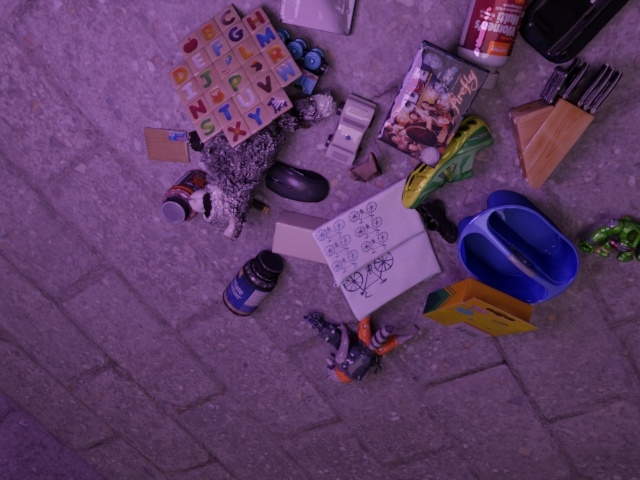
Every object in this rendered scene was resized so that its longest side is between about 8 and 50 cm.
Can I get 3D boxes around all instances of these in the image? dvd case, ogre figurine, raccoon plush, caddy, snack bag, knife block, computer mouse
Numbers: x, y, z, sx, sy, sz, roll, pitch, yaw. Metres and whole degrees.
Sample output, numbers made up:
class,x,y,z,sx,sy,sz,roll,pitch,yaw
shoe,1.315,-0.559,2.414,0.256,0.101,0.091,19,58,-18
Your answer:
class,x,y,z,sx,sy,sz,roll,pitch,yaw
dvd case,0.005,-0.620,1.086,0.179,0.030,0.239,13,120,3
ogre figurine,0.818,-0.002,1.262,0.196,0.097,0.118,23,133,9
raccoon plush,-0.148,-0.181,1.226,0.445,0.216,0.300,-12,105,16
caddy,0.532,0.028,1.279,0.341,0.179,0.241,37,118,-11
snack bag,0.173,0.038,1.341,0.322,0.037,0.343,-30,115,-10
knife block,0.600,-0.287,1.138,0.241,0.088,0.276,-14,116,18
computer mouse,-0.119,-0.141,1.365,0.261,0.060,0.184,23,120,-3

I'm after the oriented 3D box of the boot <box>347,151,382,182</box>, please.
class,x,y,z,sx,sy,sz,roll,pitch,yaw
boot,0.116,-0.196,1.276,0.086,0.042,0.118,-9,152,18

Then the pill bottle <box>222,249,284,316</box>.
class,x,y,z,sx,sy,sz,roll,pitch,yaw
pill bottle,-0.214,0.136,1.505,0.122,0.123,0.219,34,119,-10

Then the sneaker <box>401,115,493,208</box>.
class,x,y,z,sx,sy,sz,roll,pitch,yaw
sneaker,0.332,-0.182,1.221,0.123,0.109,0.295,37,110,-18

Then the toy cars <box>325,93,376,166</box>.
class,x,y,z,sx,sy,sz,roll,pitch,yaw
toy cars,0.164,-0.317,1.198,0.393,0.087,0.177,-23,113,21

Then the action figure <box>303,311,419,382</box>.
class,x,y,z,sx,sy,sz,roll,pitch,yaw
action figure,0.107,0.335,1.538,0.341,0.179,0.330,31,111,-11

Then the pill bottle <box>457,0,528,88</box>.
class,x,y,z,sx,sy,sz,roll,pitch,yaw
pill bottle,0.380,-0.467,1.054,0.121,0.121,0.221,11,121,3

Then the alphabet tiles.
class,x,y,z,sx,sy,sz,roll,pitch,yaw
alphabet tiles,-0.211,-0.399,1.117,0.285,0.011,0.343,-32,72,8

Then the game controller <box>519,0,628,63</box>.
class,x,y,z,sx,sy,sz,roll,pitch,yaw
game controller,0.586,-0.546,1.001,0.166,0.067,0.319,32,119,-14

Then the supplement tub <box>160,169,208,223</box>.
class,x,y,z,sx,sy,sz,roll,pitch,yaw
supplement tub,-0.383,-0.122,1.342,0.105,0.198,0.106,4,121,7

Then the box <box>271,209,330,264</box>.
class,x,y,z,sx,sy,sz,roll,pitch,yaw
box,0.000,0.000,1.406,0.274,0.094,0.113,14,121,2

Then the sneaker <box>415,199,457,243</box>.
class,x,y,z,sx,sy,sz,roll,pitch,yaw
sneaker,0.328,-0.045,1.320,0.051,0.089,0.170,-8,118,45

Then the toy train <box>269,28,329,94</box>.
class,x,y,z,sx,sy,sz,roll,pitch,yaw
toy train,-0.072,-0.449,1.168,0.184,0.080,0.105,27,121,-6

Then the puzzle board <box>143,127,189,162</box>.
class,x,y,z,sx,sy,sz,roll,pitch,yaw
puzzle board,-0.450,-0.280,1.373,0.128,0.011,0.097,6,119,6

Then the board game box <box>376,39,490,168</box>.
class,x,y,z,sx,sy,sz,roll,pitch,yaw
board game box,0.256,-0.312,1.092,0.165,0.042,0.243,29,122,7

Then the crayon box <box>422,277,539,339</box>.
class,x,y,z,sx,sy,sz,roll,pitch,yaw
crayon box,0.455,0.200,1.347,0.202,0.081,0.318,25,161,-5
